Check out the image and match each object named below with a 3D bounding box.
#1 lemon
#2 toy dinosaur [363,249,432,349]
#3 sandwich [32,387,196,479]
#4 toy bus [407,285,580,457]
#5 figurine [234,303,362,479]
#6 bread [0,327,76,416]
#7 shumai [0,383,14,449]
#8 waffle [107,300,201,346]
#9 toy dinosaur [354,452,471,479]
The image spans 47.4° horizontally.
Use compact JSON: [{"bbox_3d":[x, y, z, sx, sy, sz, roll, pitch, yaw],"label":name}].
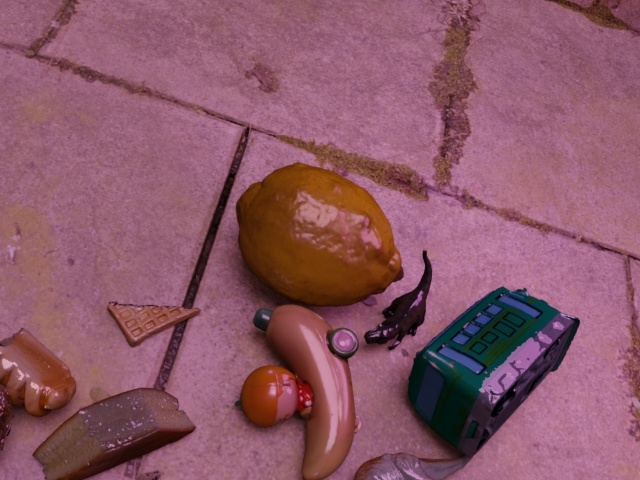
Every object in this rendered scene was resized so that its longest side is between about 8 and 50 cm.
[{"bbox_3d":[-0.007,-0.002,1.425,0.285,0.285,0.316,-30,76,-33],"label":"lemon"},{"bbox_3d":[0.173,0.138,1.442,0.087,0.179,0.187,35,55,7],"label":"toy dinosaur"},{"bbox_3d":[-0.333,0.315,1.200,0.257,0.096,0.094,-18,59,-32],"label":"sandwich"},{"bbox_3d":[0.328,0.235,1.418,0.199,0.184,0.343,34,45,29],"label":"toy bus"},{"bbox_3d":[-0.039,0.267,1.316,0.222,0.124,0.325,2,60,-18],"label":"figurine"},{"bbox_3d":[-0.490,0.219,1.200,0.177,0.084,0.119,37,12,7],"label":"bread"},{"bbox_3d":[-0.527,0.255,1.086,0.145,0.116,0.146,16,50,-19],"label":"shumai"},{"bbox_3d":[-0.312,0.129,1.375,0.152,0.023,0.098,-25,69,-30],"label":"waffle"},{"bbox_3d":[0.180,0.443,1.297,0.392,0.092,0.205,-35,68,-32],"label":"toy dinosaur"}]
